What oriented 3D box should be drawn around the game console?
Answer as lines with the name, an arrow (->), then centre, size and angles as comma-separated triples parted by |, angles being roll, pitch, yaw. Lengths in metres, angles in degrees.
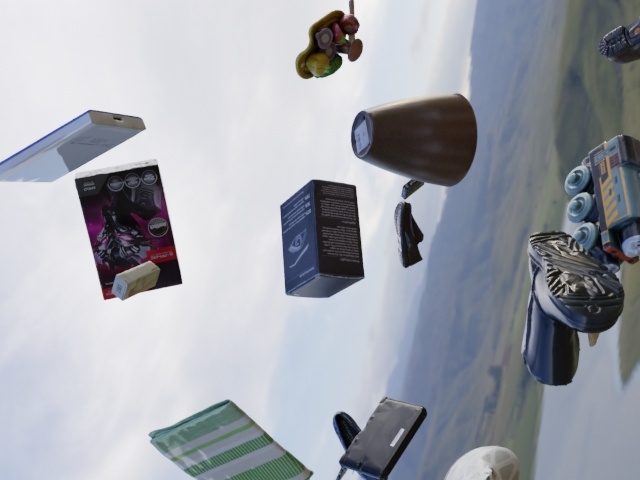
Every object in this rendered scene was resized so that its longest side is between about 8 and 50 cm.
game console -> 0.081, 0.279, 1.035 | 0.122, 0.107, 0.071 | -48, -51, -36

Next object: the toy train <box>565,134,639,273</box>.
toy train -> 0.674, -0.084, 1.761 | 0.190, 0.142, 0.333 | -42, 32, 46

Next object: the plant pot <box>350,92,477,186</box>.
plant pot -> 0.193, -0.229, 1.716 | 0.215, 0.231, 0.215 | 179, 90, -66

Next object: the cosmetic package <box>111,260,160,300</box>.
cosmetic package -> -0.456, 0.100, 1.901 | 0.115, 0.041, 0.060 | -29, -31, -51

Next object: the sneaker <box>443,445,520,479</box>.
sneaker -> 0.362, 0.566, 1.608 | 0.448, 0.169, 0.257 | -30, -4, -45

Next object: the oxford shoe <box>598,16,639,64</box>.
oxford shoe -> 0.774, -0.478, 1.781 | 0.096, 0.227, 0.082 | 24, -119, -36

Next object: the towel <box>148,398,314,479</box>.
towel -> -0.198, 0.491, 1.738 | 0.325, 0.248, 0.038 | 49, -155, -30

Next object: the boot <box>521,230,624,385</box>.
boot -> 0.349, 0.124, 1.085 | 0.246, 0.094, 0.207 | -97, 1, -65

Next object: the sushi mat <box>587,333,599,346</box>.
sushi mat -> 0.834, 0.170, 2.334 | 0.151, 0.019, 0.316 | -47, -50, -31

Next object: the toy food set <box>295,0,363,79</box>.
toy food set -> 0.038, -0.408, 1.602 | 0.218, 0.071, 0.128 | -45, -27, -34

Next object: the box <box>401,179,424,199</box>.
box -> 0.283, -0.167, 2.332 | 0.083, 0.018, 0.067 | -38, -20, -15

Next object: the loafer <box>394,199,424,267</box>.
loafer -> 0.273, -0.024, 2.339 | 0.080, 0.079, 0.219 | -110, 12, -63

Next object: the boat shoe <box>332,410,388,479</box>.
boat shoe -> 0.108, 0.644, 2.357 | 0.109, 0.258, 0.089 | -40, -21, -3

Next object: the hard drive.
hard drive -> -0.612, -0.225, 1.871 | 0.210, 0.319, 0.040 | -9, -104, -67

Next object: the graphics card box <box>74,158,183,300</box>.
graphics card box -> -0.538, -0.030, 2.171 | 0.094, 0.233, 0.370 | -130, 31, -69

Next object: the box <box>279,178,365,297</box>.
box -> 0.000, 0.000, 1.565 | 0.153, 0.108, 0.206 | -33, 57, 56
